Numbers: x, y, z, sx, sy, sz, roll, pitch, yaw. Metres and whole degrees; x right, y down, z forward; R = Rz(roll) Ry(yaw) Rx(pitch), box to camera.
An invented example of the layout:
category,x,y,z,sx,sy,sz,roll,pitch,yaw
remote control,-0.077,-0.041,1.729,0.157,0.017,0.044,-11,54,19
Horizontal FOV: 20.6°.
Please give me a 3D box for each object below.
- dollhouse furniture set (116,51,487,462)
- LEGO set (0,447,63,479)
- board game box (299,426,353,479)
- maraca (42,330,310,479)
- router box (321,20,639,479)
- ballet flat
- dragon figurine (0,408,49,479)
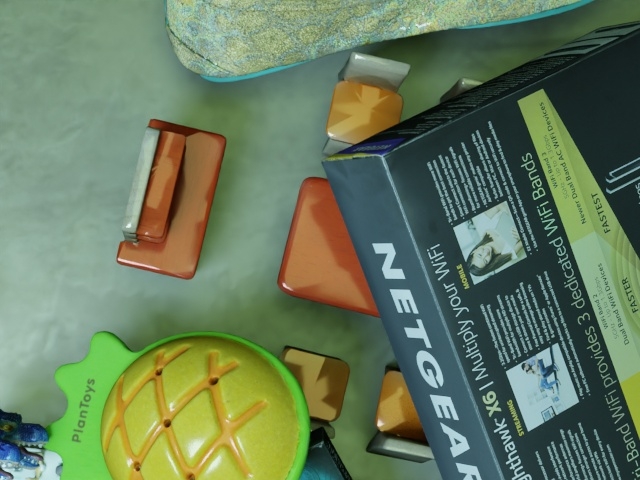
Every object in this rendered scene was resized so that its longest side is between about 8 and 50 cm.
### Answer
category,x,y,z,sx,sy,sz,roll,pitch,yaw
dollhouse furniture set,0.000,0.000,1.179,0.259,0.135,0.262,13,83,-4
LEGO set,-0.177,0.281,1.168,0.132,0.107,0.287,12,86,30
board game box,-0.012,0.227,1.162,0.126,0.026,0.186,-26,107,9
maraca,-0.091,0.117,1.098,0.186,0.099,0.127,7,77,25
router box,0.167,0.041,1.150,0.243,0.081,0.308,-26,102,-26
ballet flat,0.061,-0.198,1.208,0.349,0.123,0.123,-14,85,-5
dragon figurine,-0.304,0.168,1.143,0.289,0.085,0.144,-1,81,25
